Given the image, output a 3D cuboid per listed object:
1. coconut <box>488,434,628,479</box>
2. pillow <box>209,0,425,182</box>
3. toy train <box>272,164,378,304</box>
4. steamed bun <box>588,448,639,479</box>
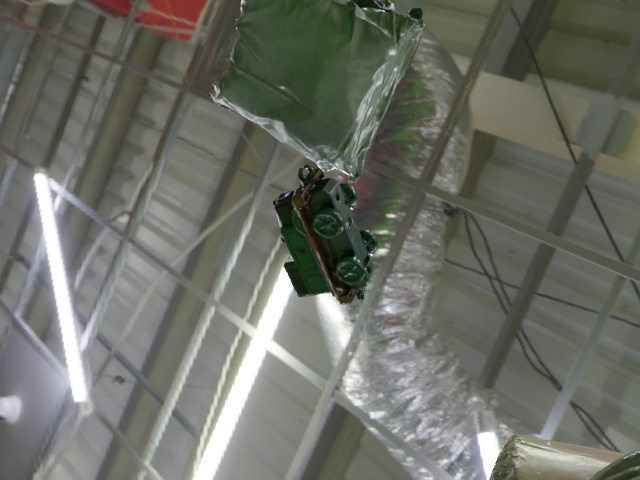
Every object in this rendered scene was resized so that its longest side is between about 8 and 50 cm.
[{"bbox_3d":[0.303,0.340,0.835,0.244,0.239,0.239,8,-97,26],"label":"coconut"},{"bbox_3d":[-0.015,-0.265,1.152,0.283,0.138,0.310,27,-50,4],"label":"pillow"},{"bbox_3d":[0.000,0.000,1.108,0.136,0.228,0.091,-14,-154,28],"label":"toy train"},{"bbox_3d":[0.272,0.263,0.498,0.255,0.368,0.342,47,-46,-5],"label":"steamed bun"}]
